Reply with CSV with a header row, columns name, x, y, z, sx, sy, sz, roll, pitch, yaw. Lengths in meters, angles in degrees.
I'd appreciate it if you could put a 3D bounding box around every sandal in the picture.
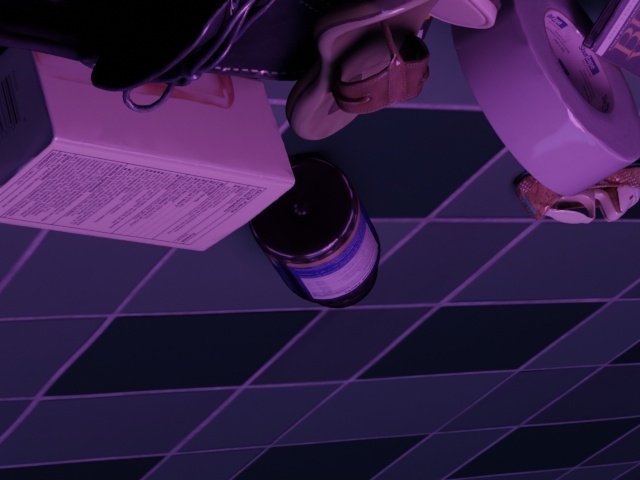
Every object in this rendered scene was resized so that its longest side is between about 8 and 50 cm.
name,x,y,z,sx,sy,sz,roll,pitch,yaw
sandal,0.051,-0.148,1.595,0.120,0.086,0.303,-25,167,-18

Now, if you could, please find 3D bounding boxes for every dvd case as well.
name,x,y,z,sx,sy,sz,roll,pitch,yaw
dvd case,0.357,-0.231,1.831,0.221,0.018,0.164,18,108,-53

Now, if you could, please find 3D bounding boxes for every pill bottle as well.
name,x,y,z,sx,sy,sz,roll,pitch,yaw
pill bottle,0.000,0.000,2.085,0.123,0.122,0.219,-19,158,5

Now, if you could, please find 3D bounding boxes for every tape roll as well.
name,x,y,z,sx,sy,sz,roll,pitch,yaw
tape roll,0.217,-0.154,1.760,0.072,0.219,0.219,-30,154,26

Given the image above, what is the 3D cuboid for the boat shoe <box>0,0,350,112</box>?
name,x,y,z,sx,sy,sz,roll,pitch,yaw
boat shoe,-0.134,-0.194,1.518,0.187,0.156,0.500,-32,154,28

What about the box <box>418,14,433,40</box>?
name,x,y,z,sx,sy,sz,roll,pitch,yaw
box,0.060,-0.211,1.766,0.094,0.027,0.137,-11,156,-16

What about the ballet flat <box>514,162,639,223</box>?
name,x,y,z,sx,sy,sz,roll,pitch,yaw
ballet flat,0.331,-0.052,2.260,0.206,0.067,0.073,-6,155,-24

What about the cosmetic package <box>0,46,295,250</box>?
name,x,y,z,sx,sy,sz,roll,pitch,yaw
cosmetic package,-0.189,-0.090,1.746,0.296,0.129,0.153,11,144,-46

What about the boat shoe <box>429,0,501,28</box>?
name,x,y,z,sx,sy,sz,roll,pitch,yaw
boat shoe,0.071,-0.285,1.554,0.112,0.095,0.335,10,167,30
